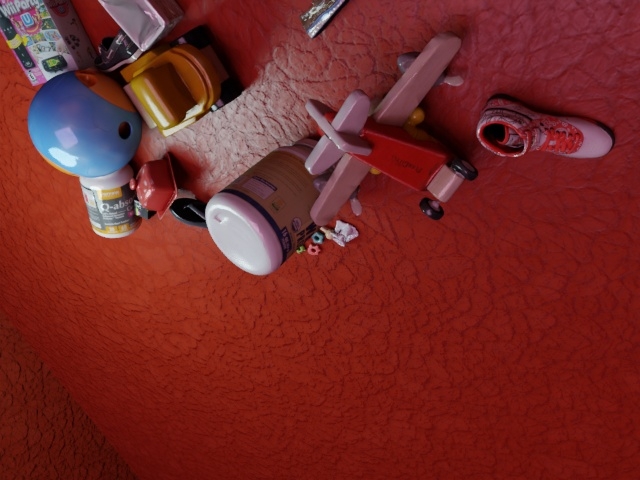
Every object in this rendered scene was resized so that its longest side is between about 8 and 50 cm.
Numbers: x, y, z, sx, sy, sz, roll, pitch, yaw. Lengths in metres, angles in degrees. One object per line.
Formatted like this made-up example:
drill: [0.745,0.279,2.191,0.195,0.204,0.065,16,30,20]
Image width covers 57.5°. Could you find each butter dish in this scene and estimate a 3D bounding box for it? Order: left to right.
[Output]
butter dish: [-0.507,-0.165,1.733,0.160,0.118,0.160,-42,57,43]

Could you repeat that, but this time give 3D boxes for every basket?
basket: [-0.431,-0.568,1.413,0.113,0.103,0.167,-31,105,36]

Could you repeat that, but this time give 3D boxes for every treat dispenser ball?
treat dispenser ball: [-0.634,-0.314,1.582,0.288,0.288,0.288,16,131,19]

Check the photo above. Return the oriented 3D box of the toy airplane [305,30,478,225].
toy airplane: [0.126,-0.222,1.250,0.386,0.272,0.384,-18,134,0]

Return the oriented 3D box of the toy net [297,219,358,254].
toy net: [0.000,0.000,1.657,0.232,0.045,0.122,0,124,29]

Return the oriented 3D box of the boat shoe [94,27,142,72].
boat shoe: [-0.537,-0.500,1.520,0.233,0.084,0.079,2,152,48]

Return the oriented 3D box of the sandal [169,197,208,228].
sandal: [-0.329,-0.076,1.760,0.254,0.097,0.054,21,135,1]

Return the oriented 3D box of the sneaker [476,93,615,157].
sneaker: [0.446,-0.203,1.172,0.270,0.145,0.090,23,133,12]

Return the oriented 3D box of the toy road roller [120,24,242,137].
toy road roller: [-0.387,-0.369,1.453,0.329,0.240,0.202,-15,116,37]

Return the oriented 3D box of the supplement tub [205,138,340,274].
supplement tub: [-0.099,-0.090,1.430,0.228,0.316,0.228,29,144,24]

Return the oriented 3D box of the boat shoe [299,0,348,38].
boat shoe: [0.015,-0.509,1.234,0.066,0.066,0.183,47,133,-8]

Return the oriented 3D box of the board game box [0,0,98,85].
board game box: [-0.776,-0.600,1.598,0.224,0.097,0.303,-3,122,30]

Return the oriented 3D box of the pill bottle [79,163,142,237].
pill bottle: [-0.661,-0.159,1.832,0.162,0.162,0.278,18,132,17]

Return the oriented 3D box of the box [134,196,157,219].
box: [-0.543,-0.118,1.849,0.052,0.083,0.062,23,133,13]
